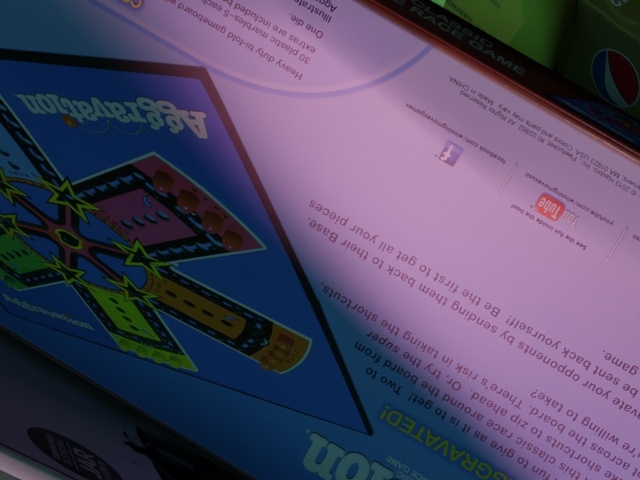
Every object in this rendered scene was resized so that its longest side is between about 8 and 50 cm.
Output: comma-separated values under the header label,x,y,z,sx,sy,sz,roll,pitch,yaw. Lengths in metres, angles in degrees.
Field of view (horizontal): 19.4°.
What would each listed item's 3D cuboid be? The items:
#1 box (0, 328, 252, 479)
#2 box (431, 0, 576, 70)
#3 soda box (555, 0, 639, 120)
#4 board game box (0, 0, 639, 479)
label,x,y,z,sx,sy,sz,roll,pitch,yaw
box,-0.125,0.061,0.500,0.290,0.169,0.087,29,94,-18
box,0.080,-0.126,0.555,0.058,0.087,0.232,39,90,-19
soda box,0.149,-0.068,0.554,0.181,0.061,0.058,-31,149,-31
board game box,0.000,0.000,0.512,0.281,0.027,0.145,31,116,4
